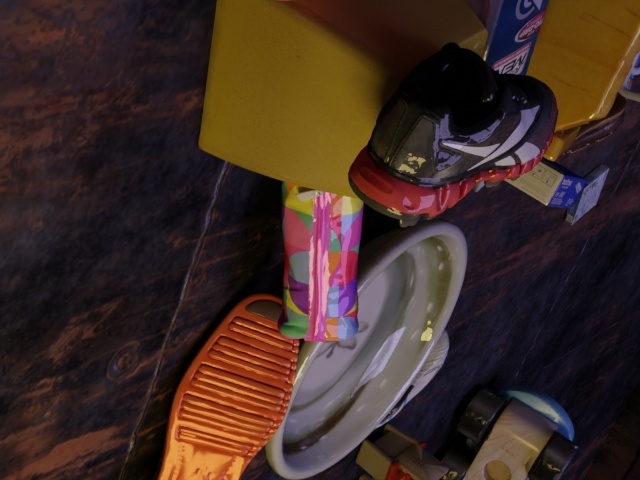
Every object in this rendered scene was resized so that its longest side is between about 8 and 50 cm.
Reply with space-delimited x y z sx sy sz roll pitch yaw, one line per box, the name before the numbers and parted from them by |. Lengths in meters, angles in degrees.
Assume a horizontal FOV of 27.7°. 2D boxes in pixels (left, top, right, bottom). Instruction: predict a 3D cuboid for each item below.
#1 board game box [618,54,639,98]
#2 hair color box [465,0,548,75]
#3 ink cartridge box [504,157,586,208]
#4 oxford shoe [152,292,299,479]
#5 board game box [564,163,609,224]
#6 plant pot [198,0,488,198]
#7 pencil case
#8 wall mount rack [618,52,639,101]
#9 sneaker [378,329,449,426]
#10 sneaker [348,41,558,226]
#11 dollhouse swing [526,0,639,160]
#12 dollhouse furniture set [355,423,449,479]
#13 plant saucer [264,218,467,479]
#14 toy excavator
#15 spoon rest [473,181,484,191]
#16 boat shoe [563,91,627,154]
board game box | 0.442 -0.263 2.035 0.160 0.047 0.210 -39 151 -33
hair color box | 0.148 -0.322 1.263 0.105 0.174 0.347 -34 148 -39
ink cartridge box | 0.225 -0.111 1.631 0.097 0.207 0.046 2 119 -62
oxford shoe | -0.132 0.226 1.551 0.363 0.130 0.133 -66 -169 3
board game box | 0.488 -0.084 2.378 0.090 0.020 0.090 -34 148 -39
plant pot | 0.032 -0.161 1.238 0.212 0.187 0.212 -33 148 -40
pencil case | 0.000 0.000 1.431 0.104 0.104 0.236 -30 129 -44
wall mount rack | 0.488 -0.367 1.842 0.350 0.130 0.304 29 86 -56
sneaker | 0.111 0.222 1.998 0.237 0.085 0.086 -40 159 -25
sneaker | 0.139 -0.112 1.145 0.276 0.098 0.135 -26 144 -46
dollhouse swing | 0.322 -0.302 1.509 0.305 0.315 0.347 -1 122 -49
dollhouse furniture set | 0.107 0.456 2.216 0.262 0.135 0.259 -25 142 -49
plant saucer | 0.039 0.127 1.719 0.400 0.100 0.400 -43 153 -27
toy excavator | 0.397 0.468 2.715 0.445 0.222 0.433 -27 145 -61
spoon rest | 0.290 -0.173 1.783 0.137 0.084 0.276 -38 162 -57
boat shoe | 0.370 -0.160 1.953 0.207 0.073 0.073 -18 147 -18
